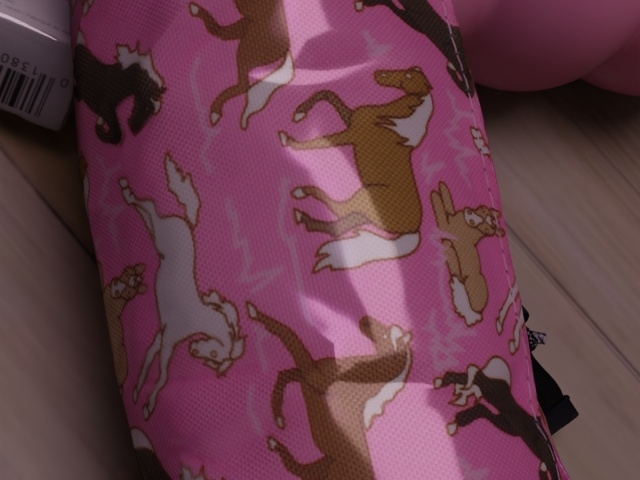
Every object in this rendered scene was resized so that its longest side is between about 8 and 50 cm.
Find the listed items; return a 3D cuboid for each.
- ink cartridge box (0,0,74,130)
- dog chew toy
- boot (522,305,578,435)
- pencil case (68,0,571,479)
[{"bbox_3d":[-0.189,-0.175,0.575,0.189,0.066,0.232,22,36,-16],"label":"ink cartridge box"},{"bbox_3d":[0.132,-0.179,0.657,0.331,0.207,0.207,-9,68,-24],"label":"dog chew toy"},{"bbox_3d":[0.071,0.067,0.569,0.121,0.045,0.099,-24,79,-44],"label":"boot"},{"bbox_3d":[0.000,0.000,0.461,0.160,0.167,0.386,2,73,-47],"label":"pencil case"}]
